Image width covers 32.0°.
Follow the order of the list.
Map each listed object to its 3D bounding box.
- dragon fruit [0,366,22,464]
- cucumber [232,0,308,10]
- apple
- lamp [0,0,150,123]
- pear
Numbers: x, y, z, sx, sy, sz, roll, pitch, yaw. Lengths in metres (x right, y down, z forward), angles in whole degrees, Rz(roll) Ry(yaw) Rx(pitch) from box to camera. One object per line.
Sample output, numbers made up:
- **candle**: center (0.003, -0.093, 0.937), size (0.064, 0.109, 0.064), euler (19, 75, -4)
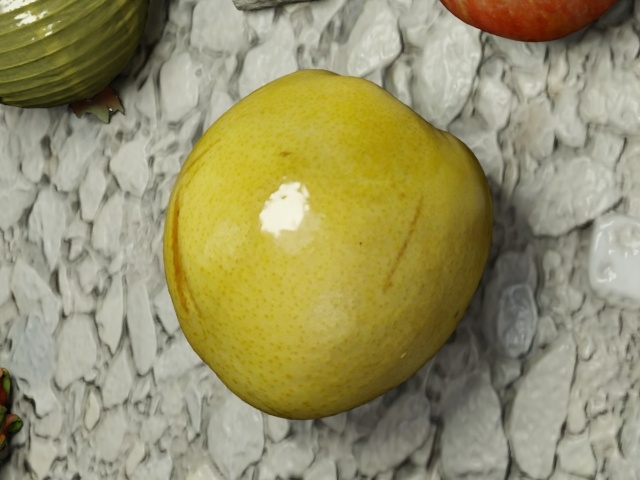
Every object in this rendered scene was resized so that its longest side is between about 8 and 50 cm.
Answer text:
- **dragon fruit**: center (-0.417, 0.174, 1.257), size (0.135, 0.137, 0.236), euler (2, 97, 12)
- **cucumber**: center (-0.044, -0.279, 1.180), size (0.112, 0.064, 0.064), euler (-3, 87, 18)
- **apple**: center (0.200, -0.285, 1.035), size (0.209, 0.164, 0.209), euler (-6, 74, 23)
- **lamp**: center (-0.291, -0.242, 1.194), size (0.250, 0.284, 0.250), euler (-17, 39, 14)
- **pear**: center (0.000, 0.000, 1.036), size (0.314, 0.314, 0.314), euler (-1, 88, 20)
